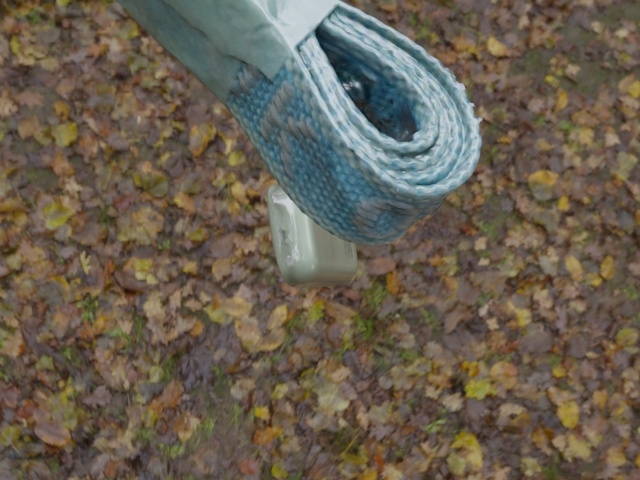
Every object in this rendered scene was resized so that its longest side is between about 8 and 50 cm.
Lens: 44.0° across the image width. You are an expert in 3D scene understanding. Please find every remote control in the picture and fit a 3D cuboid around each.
[{"bbox_3d":[0.000,0.001,0.760,0.038,0.309,0.090,-9,87,9],"label":"remote control"}]

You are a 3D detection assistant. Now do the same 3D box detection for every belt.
[{"bbox_3d":[-0.055,-0.118,0.371,0.302,0.072,0.087,41,63,0],"label":"belt"}]
